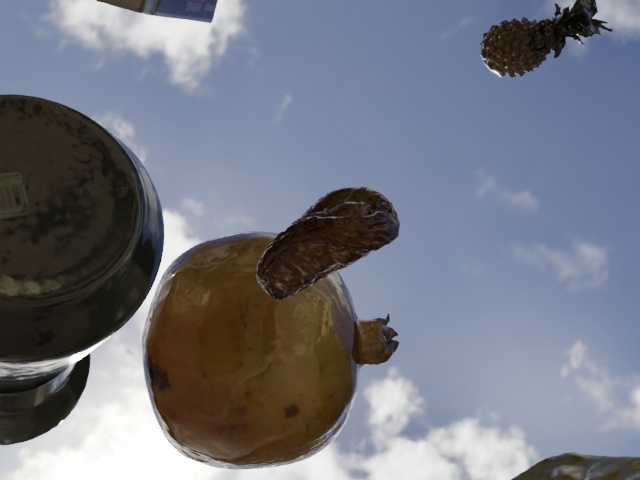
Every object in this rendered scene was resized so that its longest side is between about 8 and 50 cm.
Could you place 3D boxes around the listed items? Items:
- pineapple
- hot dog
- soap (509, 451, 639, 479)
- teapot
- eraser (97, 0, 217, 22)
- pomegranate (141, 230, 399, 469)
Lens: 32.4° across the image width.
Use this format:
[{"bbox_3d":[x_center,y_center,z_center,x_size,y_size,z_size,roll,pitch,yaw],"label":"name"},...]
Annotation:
[{"bbox_3d":[0.199,-0.183,0.984,0.058,0.058,0.124,45,-26,-17],"label":"pineapple"},{"bbox_3d":[0.002,0.001,0.993,0.147,0.099,0.065,-27,-80,37],"label":"hot dog"},{"bbox_3d":[0.107,0.299,0.512,0.115,0.427,0.306,22,-17,-20],"label":"soap"},{"bbox_3d":[-0.310,0.057,1.025,0.253,0.300,0.344,50,-33,14],"label":"teapot"},{"bbox_3d":[-0.074,-0.137,0.543,0.029,0.122,0.052,15,-78,8],"label":"eraser"},{"bbox_3d":[-0.068,0.142,1.449,0.342,0.342,0.342,10,-51,12],"label":"pomegranate"}]
